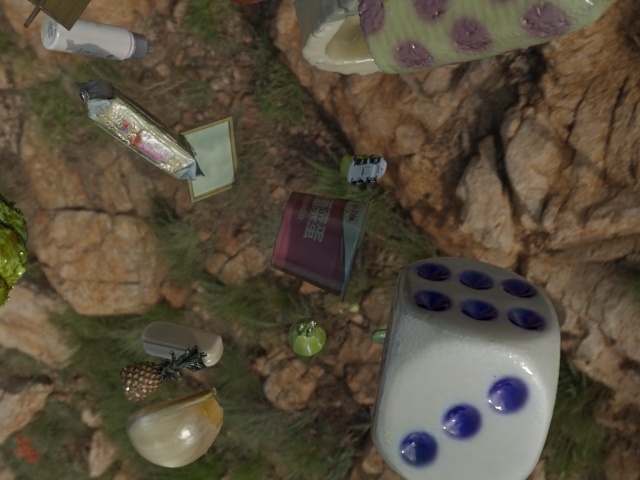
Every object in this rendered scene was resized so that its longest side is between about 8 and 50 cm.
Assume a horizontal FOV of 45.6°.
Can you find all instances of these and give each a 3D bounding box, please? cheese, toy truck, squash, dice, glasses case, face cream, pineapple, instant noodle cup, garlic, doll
[{"bbox_3d":[0.110,-0.480,1.560,0.332,0.292,0.153,-13,71,-3],"label":"cheese"},{"bbox_3d":[0.105,-0.185,1.886,0.077,0.111,0.076,44,134,46],"label":"toy truck"},{"bbox_3d":[-0.042,0.236,1.984,0.105,0.105,0.132,35,163,18],"label":"squash"},{"bbox_3d":[0.238,0.223,1.303,0.277,0.304,0.304,10,114,8],"label":"dice"},{"bbox_3d":[-0.325,0.242,1.790,0.196,0.083,0.050,11,127,16],"label":"glasses case"},{"bbox_3d":[-0.568,-0.524,1.995,0.092,0.311,0.092,4,96,43],"label":"face cream"},{"bbox_3d":[-0.220,0.189,1.084,0.058,0.124,0.058,164,90,-80],"label":"pineapple"},{"bbox_3d":[0.000,0.000,1.675,0.178,0.235,0.235,16,120,1],"label":"instant noodle cup"},{"bbox_3d":[-0.317,0.389,1.598,0.245,0.164,0.145,-17,117,30],"label":"garlic"},{"bbox_3d":[0.208,0.253,1.983,0.150,0.078,0.115,-3,148,1],"label":"doll"}]

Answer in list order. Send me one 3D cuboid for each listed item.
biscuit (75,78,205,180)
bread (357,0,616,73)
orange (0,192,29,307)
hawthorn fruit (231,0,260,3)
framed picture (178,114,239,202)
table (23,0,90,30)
[{"bbox_3d":[-0.389,-0.237,1.636,0.309,0.186,0.079,38,96,-26],"label":"biscuit"},{"bbox_3d":[0.235,-0.342,1.072,0.338,0.187,0.155,-7,115,39],"label":"bread"},{"bbox_3d":[-0.625,0.018,1.251,0.301,0.300,0.223,5,150,8],"label":"orange"},{"bbox_3d":[-0.101,-0.408,0.834,0.242,0.242,0.271,-25,128,39],"label":"hawthorn fruit"},{"bbox_3d":[-0.266,-0.195,1.842,0.010,0.136,0.201,44,148,40],"label":"framed picture"},{"bbox_3d":[-0.491,-0.508,1.451,0.167,0.227,0.167,10,142,8],"label":"table"}]
